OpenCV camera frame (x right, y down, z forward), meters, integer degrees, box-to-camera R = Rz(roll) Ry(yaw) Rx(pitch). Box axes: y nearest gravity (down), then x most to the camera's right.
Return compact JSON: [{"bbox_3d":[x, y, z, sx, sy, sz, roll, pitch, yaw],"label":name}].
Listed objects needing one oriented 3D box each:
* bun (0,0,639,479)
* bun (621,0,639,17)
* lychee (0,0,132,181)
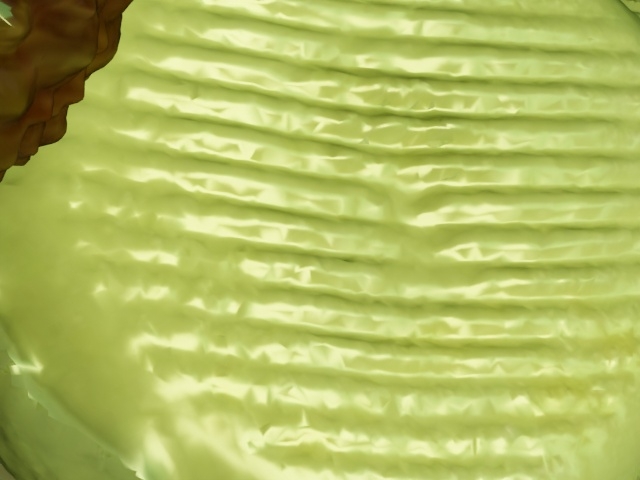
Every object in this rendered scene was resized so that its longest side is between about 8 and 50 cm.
[{"bbox_3d":[0.000,0.000,0.572,0.287,0.146,0.287,6,71,-16],"label":"bun"},{"bbox_3d":[0.126,-0.077,0.726,0.183,0.102,0.183,24,45,-26],"label":"bun"},{"bbox_3d":[-0.141,-0.116,0.419,0.200,0.200,0.238,-24,84,-40],"label":"lychee"}]
